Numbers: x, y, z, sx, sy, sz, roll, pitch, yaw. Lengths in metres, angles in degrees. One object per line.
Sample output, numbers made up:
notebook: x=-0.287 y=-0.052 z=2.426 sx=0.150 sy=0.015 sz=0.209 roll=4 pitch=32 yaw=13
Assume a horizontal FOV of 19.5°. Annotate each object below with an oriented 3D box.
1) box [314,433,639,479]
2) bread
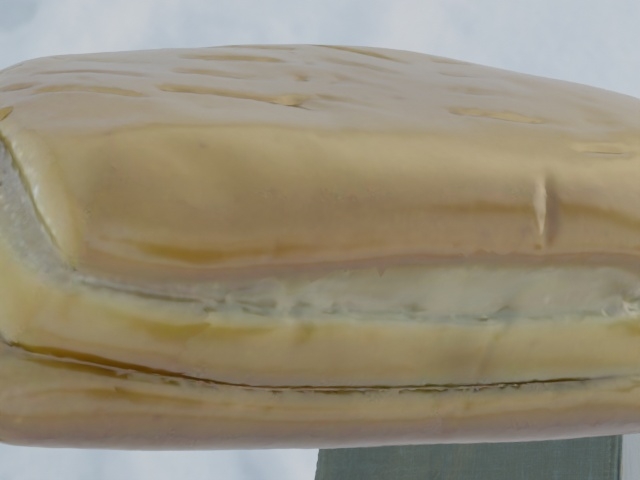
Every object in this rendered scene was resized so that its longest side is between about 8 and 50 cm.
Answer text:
box: x=0.101 y=0.157 z=0.947 sx=0.148 sy=0.231 sz=0.155 roll=-6 pitch=48 yaw=16
bread: x=0.000 y=0.000 z=0.410 sx=0.200 sy=0.077 sz=0.116 roll=1 pitch=21 yaw=-27
